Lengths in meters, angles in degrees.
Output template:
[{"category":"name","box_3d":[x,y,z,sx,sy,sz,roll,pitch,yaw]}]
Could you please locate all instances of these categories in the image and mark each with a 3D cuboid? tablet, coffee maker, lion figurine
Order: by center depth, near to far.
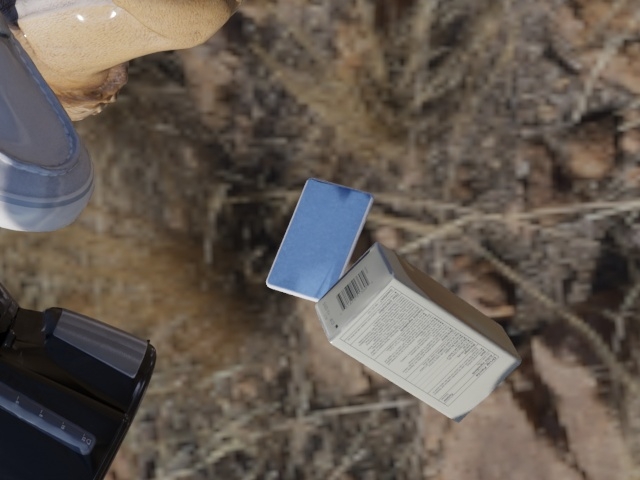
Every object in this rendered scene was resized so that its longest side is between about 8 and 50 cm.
[{"category":"coffee maker","box_3d":[-0.191,0.079,0.856,0.171,0.178,0.120,-57,10,-2]},{"category":"tablet","box_3d":[0.000,0.000,1.246,0.054,0.006,0.083,16,78,28]},{"category":"lion figurine","box_3d":[-0.172,-0.191,1.455,0.392,0.240,0.142,-1,61,48]}]

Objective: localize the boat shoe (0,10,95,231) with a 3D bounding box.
[{"category":"boat shoe","box_3d":[-0.147,-0.082,0.650,0.184,0.066,0.063,47,135,8]}]

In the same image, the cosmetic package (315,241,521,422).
[{"category":"cosmetic package","box_3d":[0.059,0.056,1.099,0.060,0.115,0.041,-45,34,15]}]
